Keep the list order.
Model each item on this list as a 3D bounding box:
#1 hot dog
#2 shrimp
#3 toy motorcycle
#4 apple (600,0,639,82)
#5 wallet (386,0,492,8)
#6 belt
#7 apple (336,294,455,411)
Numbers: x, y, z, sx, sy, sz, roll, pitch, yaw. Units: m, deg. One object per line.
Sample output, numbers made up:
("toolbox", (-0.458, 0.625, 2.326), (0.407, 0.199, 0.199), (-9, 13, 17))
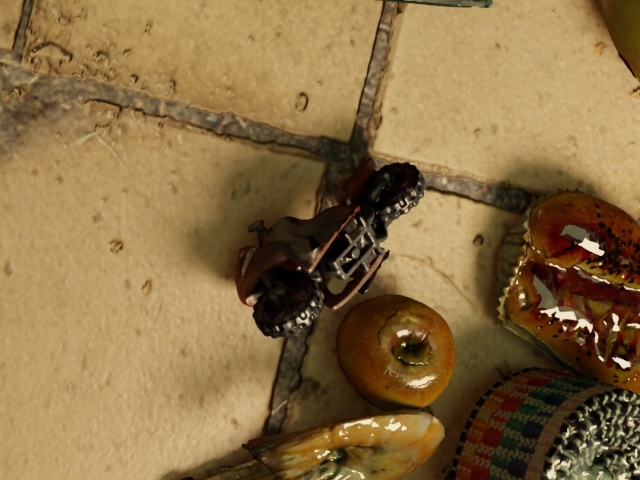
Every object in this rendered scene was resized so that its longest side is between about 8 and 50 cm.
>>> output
("hot dog", (0.286, 0.062, 1.584), (0.270, 0.082, 0.162), (32, 87, -21))
("shrimp", (-0.005, 0.203, 1.475), (0.254, 0.145, 0.059), (-6, 63, -17))
("toy motorcycle", (0.000, 0.000, 1.470), (0.212, 0.118, 0.084), (-47, 125, -21))
("apple", (0.389, -0.232, 1.521), (0.261, 0.194, 0.260), (-3, 99, -18))
("wallet", (0.060, -0.384, 1.455), (0.237, 0.075, 0.342), (0, 95, -25))
("belt", (0.220, 0.271, 1.551), (0.207, 0.160, 0.295), (0, 99, -37))
("apple", (0.066, 0.107, 1.506), (0.114, 0.102, 0.099), (28, 73, -12))
